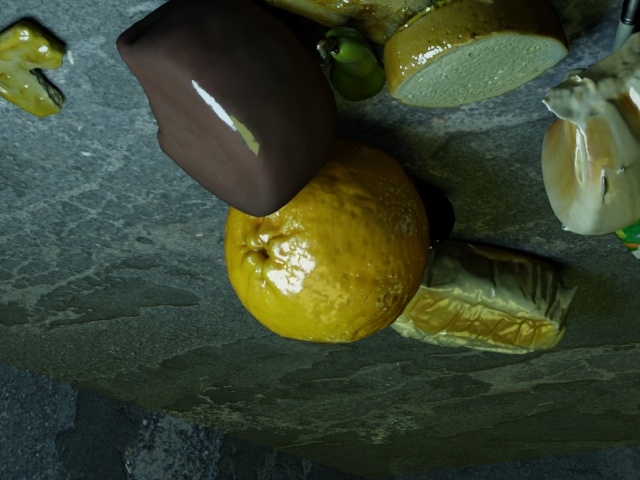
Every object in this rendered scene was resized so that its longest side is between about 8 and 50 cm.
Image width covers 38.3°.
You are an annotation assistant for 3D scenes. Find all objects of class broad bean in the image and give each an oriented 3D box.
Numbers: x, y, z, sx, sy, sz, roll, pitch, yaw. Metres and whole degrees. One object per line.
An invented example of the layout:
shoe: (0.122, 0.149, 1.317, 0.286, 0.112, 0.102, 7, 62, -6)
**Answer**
broad bean: (0.042, -0.237, 1.240, 0.075, 0.067, 0.325, -36, 169, 5)

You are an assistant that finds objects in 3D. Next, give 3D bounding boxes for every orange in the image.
orange: (0.000, 0.000, 1.478, 0.341, 0.340, 0.293, -16, 172, 37)

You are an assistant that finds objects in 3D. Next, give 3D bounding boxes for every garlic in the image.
garlic: (0.422, -0.140, 1.264, 0.249, 0.286, 0.313, 37, 172, 26)

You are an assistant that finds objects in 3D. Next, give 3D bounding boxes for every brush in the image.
brush: (0.400, -0.277, 1.191, 0.042, 0.039, 0.299, 0, 154, 10)

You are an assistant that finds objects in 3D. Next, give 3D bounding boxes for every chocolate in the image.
chocolate: (0.087, -0.015, 1.704, 0.343, 0.126, 0.148, -21, 104, 46)

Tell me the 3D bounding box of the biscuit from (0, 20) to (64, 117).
biscuit: (-0.440, -0.257, 1.398, 0.183, 0.039, 0.174, -15, 145, 37)

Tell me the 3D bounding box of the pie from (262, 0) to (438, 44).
pie: (0.037, -0.309, 1.163, 0.282, 0.068, 0.129, 15, 158, -27)

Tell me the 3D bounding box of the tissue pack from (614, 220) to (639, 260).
tissue pack: (0.583, -0.016, 1.544, 0.148, 0.156, 0.209, -16, 145, 32)

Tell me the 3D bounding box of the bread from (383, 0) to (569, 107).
bread: (0.199, -0.247, 1.197, 0.236, 0.070, 0.236, -11, 165, -3)

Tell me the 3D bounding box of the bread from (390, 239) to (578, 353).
bread: (0.304, 0.110, 1.858, 0.389, 0.183, 0.236, 17, 136, -8)

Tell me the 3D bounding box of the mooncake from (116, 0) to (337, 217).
mooncake: (-0.123, -0.189, 1.266, 0.334, 0.174, 0.326, 20, 153, 53)
